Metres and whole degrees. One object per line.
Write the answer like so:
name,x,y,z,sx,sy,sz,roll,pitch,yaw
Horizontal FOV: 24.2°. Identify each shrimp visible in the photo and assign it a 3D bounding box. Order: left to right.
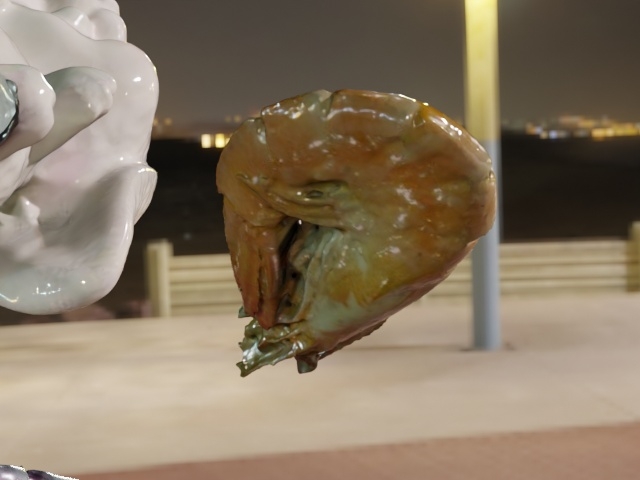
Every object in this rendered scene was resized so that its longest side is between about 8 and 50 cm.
shrimp,0.000,-0.002,0.673,0.115,0.051,0.217,30,-37,-5

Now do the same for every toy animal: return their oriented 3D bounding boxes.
toy animal,-0.194,-0.054,0.847,0.289,0.174,0.249,9,25,-48

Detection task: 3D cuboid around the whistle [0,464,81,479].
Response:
whistle,-0.185,0.181,1.052,0.033,0.033,0.176,0,-15,34
